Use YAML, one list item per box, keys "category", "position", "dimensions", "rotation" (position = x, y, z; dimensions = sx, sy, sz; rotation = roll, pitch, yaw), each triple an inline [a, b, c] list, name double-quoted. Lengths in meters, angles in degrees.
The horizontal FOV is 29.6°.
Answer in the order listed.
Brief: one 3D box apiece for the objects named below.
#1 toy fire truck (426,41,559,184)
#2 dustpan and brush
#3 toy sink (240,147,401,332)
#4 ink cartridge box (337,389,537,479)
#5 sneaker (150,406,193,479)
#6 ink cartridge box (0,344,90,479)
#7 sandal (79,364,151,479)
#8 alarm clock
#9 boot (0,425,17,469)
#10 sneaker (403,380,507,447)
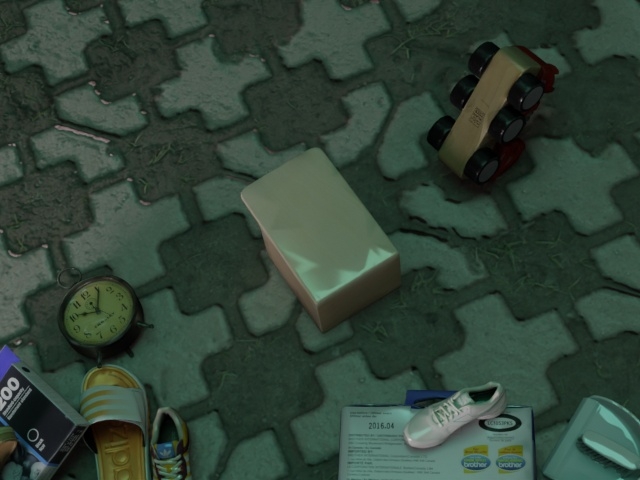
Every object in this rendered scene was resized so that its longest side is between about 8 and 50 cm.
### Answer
- category: "toy fire truck"
  position: [0.305, -0.221, 1.979]
  dimensions: [0.246, 0.217, 0.158]
  rotation: [-10, 46, -49]
- category: "dustpan and brush"
  position: [0.434, 0.310, 1.695]
  dimensions: [0.211, 0.060, 0.147]
  rotation: [27, 67, 22]
- category: "toy sink"
  position: [0.000, 0.000, 1.902]
  dimensions: [0.153, 0.131, 0.234]
  rotation: [-32, 65, -11]
- category: "ink cartridge box"
  position: [0.160, 0.371, 1.647]
  dimensions: [0.270, 0.151, 0.395]
  rotation: [0, 61, 7]
- category: "sneaker"
  position: [-0.219, 0.334, 1.764]
  dimensions: [0.070, 0.084, 0.185]
  rotation: [-13, 59, 0]
- category: "ink cartridge box"
  position: [-0.477, 0.293, 1.811]
  dimensions: [0.208, 0.045, 0.206]
  rotation: [37, 93, 26]
- category: "sandal"
  position: [-0.303, 0.291, 1.806]
  dimensions: [0.102, 0.076, 0.265]
  rotation: [-16, 58, -1]
- category: "alarm clock"
  position: [-0.358, 0.110, 1.928]
  dimensions: [0.129, 0.064, 0.192]
  rotation: [-37, 64, -13]
- category: "boot"
  position: [-0.471, 0.385, 1.717]
  dimensions: [0.213, 0.077, 0.165]
  rotation: [-50, 62, 12]
- category: "sneaker"
  position: [0.178, 0.225, 1.614]
  dimensions: [0.152, 0.061, 0.053]
  rotation: [-25, 61, -7]
